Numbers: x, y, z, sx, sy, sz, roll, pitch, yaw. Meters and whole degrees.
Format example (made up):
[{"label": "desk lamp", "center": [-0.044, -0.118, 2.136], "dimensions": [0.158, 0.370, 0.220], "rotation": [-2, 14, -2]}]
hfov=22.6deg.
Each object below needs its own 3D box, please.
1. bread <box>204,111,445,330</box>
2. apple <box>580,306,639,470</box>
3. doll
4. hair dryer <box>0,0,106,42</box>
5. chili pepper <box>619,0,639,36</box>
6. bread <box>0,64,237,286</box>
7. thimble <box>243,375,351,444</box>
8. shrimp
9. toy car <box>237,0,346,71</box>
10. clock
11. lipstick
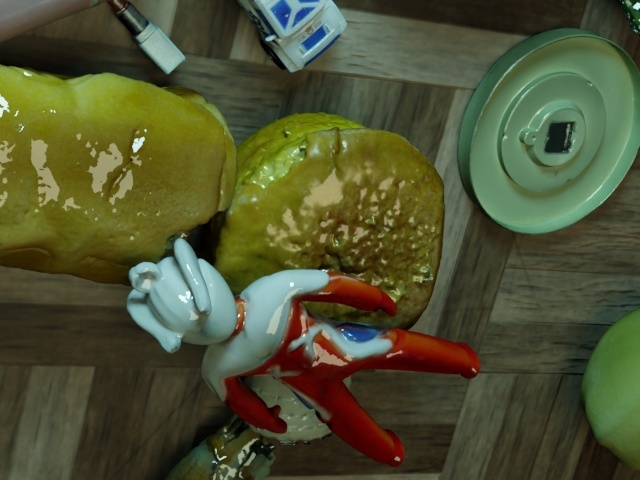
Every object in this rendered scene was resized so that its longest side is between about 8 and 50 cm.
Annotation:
[{"label": "bread", "center": [0.000, 0.000, 1.598], "dimensions": [0.268, 0.146, 0.268], "rotation": [-10, 118, -19]}, {"label": "apple", "center": [0.402, 0.174, 1.878], "dimensions": [0.200, 0.200, 0.200], "rotation": [-12, 119, -23]}, {"label": "doll", "center": [-0.026, 0.102, 1.512], "dimensions": [0.384, 0.099, 0.188], "rotation": [28, 110, -39]}, {"label": "hair dryer", "center": [-0.266, -0.349, 1.312], "dimensions": [0.210, 0.125, 0.352], "rotation": [-25, 113, -14]}, {"label": "chili pepper", "center": [0.379, -0.338, 1.666], "dimensions": [0.148, 0.116, 0.264], "rotation": [-1, 115, -41]}, {"label": "bread", "center": [-0.241, -0.062, 1.429], "dimensions": [0.344, 0.149, 0.195], "rotation": [5, 112, -31]}, {"label": "thimble", "center": [-0.025, 0.152, 1.682], "dimensions": [0.115, 0.102, 0.090], "rotation": [-1, 115, -20]}, {"label": "shrimp", "center": [-0.113, 0.335, 1.748], "dimensions": [0.185, 0.068, 0.287], "rotation": [-25, 125, -14]}, {"label": "toy car", "center": [-0.041, -0.235, 1.501], "dimensions": [0.080, 0.070, 0.171], "rotation": [-41, 127, -4]}, {"label": "clock", "center": [0.256, -0.115, 1.747], "dimensions": [0.235, 0.029, 0.235], "rotation": [-12, 119, -23]}, {"label": "lipstick", "center": [-0.169, -0.199, 1.478], "dimensions": [0.025, 0.025, 0.107], "rotation": [-44, 121, -2]}]
